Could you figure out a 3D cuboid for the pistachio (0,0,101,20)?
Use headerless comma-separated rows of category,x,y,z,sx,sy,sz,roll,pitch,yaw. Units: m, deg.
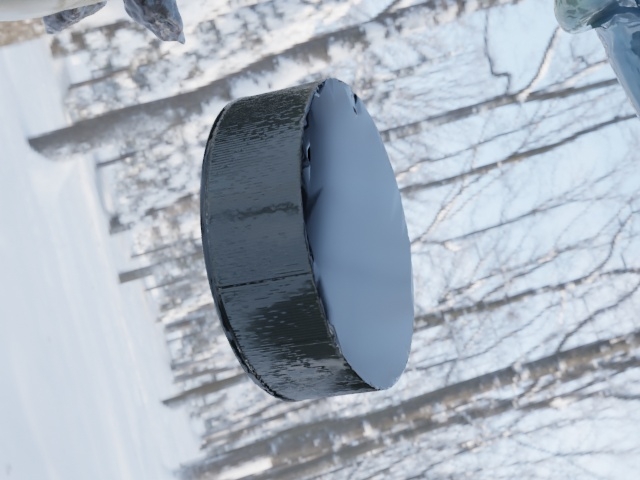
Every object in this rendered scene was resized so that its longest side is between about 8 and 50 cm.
pistachio,-0.186,-0.209,0.448,0.318,0.193,0.214,24,-16,43

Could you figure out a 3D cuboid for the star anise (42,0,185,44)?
star anise,-0.131,-0.219,0.663,0.148,0.218,0.227,41,5,-18

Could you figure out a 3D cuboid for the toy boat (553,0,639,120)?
toy boat,0.238,-0.061,0.498,0.330,0.123,0.215,65,6,3

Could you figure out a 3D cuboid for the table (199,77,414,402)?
table,0.000,0.000,0.377,0.133,0.043,0.134,-11,90,-69
